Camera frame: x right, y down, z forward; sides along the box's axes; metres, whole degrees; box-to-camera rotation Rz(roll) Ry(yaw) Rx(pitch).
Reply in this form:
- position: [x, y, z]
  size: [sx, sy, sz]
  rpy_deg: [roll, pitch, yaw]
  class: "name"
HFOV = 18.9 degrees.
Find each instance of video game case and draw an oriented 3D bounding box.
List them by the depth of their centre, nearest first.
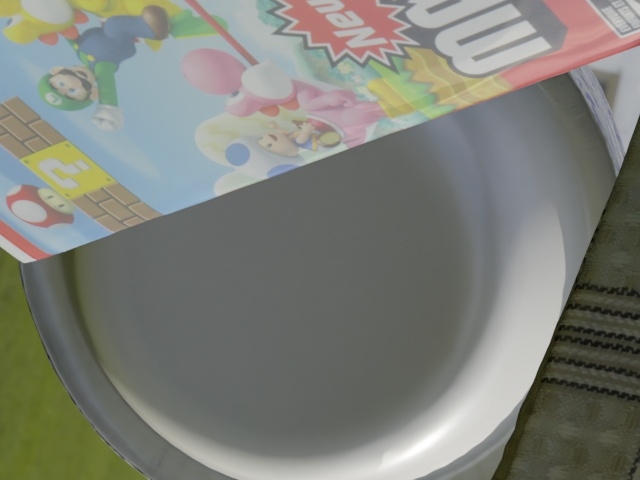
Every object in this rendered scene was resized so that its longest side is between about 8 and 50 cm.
- position: [-0.049, -0.089, 0.511]
  size: [0.285, 0.204, 0.025]
  rpy_deg: [-18, -134, 36]
  class: "video game case"

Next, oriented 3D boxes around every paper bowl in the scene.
- position: [0.000, 0.000, 0.884]
  size: [0.148, 0.284, 0.284]
  rpy_deg: [-48, 151, -76]
  class: "paper bowl"

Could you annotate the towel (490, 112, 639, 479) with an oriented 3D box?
- position: [0.213, 0.042, 0.653]
  size: [0.056, 0.312, 0.324]
  rpy_deg: [30, 79, -54]
  class: "towel"
